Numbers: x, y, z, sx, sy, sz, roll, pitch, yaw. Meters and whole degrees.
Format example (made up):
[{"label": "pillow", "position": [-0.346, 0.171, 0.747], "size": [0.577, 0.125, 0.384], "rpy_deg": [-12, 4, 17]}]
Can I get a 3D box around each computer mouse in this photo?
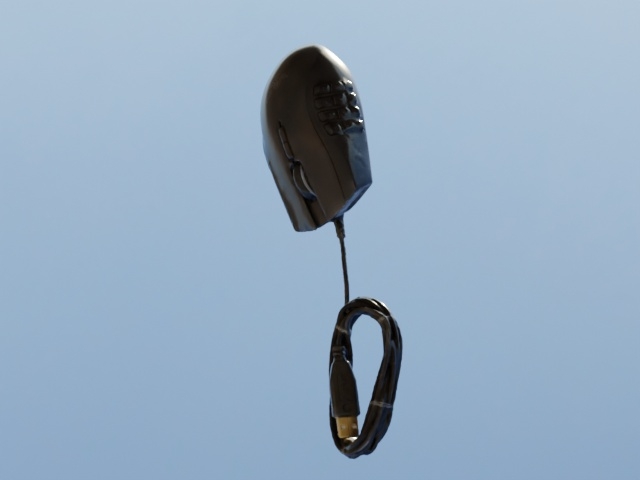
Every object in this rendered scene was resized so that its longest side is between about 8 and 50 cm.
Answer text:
[{"label": "computer mouse", "position": [0.000, 0.000, 0.960], "size": [0.071, 0.041, 0.242], "rpy_deg": [-31, -121, 39]}]
